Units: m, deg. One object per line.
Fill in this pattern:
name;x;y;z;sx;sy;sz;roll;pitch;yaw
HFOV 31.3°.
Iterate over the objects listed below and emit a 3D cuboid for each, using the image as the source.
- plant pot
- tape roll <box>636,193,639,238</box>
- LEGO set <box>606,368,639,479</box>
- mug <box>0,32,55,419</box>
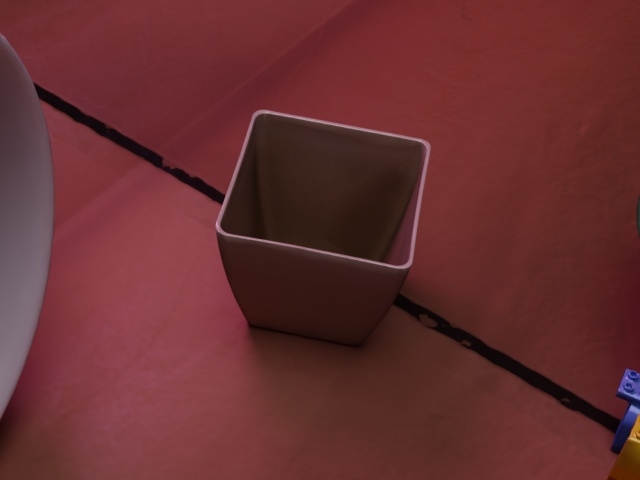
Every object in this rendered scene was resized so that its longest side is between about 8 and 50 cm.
plant pot;0.000;0.000;0.685;0.109;0.096;0.109;11;47;3
tape roll;0.340;0.029;0.650;0.321;0.077;0.321;17;35;-13
LEGO set;0.189;0.118;0.597;0.087;0.093;0.227;23;48;14
mug;-0.321;-0.048;0.553;0.328;0.276;0.374;14;60;17
